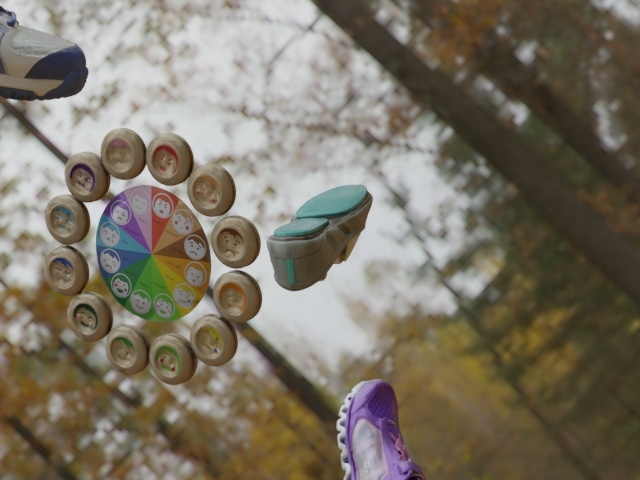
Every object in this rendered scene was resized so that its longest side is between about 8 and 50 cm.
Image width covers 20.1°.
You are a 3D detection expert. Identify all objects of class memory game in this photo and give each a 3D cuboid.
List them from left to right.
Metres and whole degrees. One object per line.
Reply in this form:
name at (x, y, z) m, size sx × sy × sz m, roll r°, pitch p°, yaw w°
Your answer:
memory game at (-0.120, 0.012, 1.261) m, size 0.186 × 0.186 × 0.012 m, roll -53°, pitch -16°, yaw 28°

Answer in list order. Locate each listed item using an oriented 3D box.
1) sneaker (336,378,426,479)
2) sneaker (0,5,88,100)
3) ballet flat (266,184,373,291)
sneaker at (0.078, 0.269, 2.087) m, size 0.104 × 0.236 × 0.095 m, roll -19°, pitch -37°, yaw 35°
sneaker at (-0.333, -0.209, 1.548) m, size 0.112 × 0.296 × 0.131 m, roll -141°, pitch 68°, yaw -70°
ballet flat at (0.000, 0.000, 1.777) m, size 0.213 × 0.072 × 0.068 m, roll -39°, pitch -56°, yaw -65°
